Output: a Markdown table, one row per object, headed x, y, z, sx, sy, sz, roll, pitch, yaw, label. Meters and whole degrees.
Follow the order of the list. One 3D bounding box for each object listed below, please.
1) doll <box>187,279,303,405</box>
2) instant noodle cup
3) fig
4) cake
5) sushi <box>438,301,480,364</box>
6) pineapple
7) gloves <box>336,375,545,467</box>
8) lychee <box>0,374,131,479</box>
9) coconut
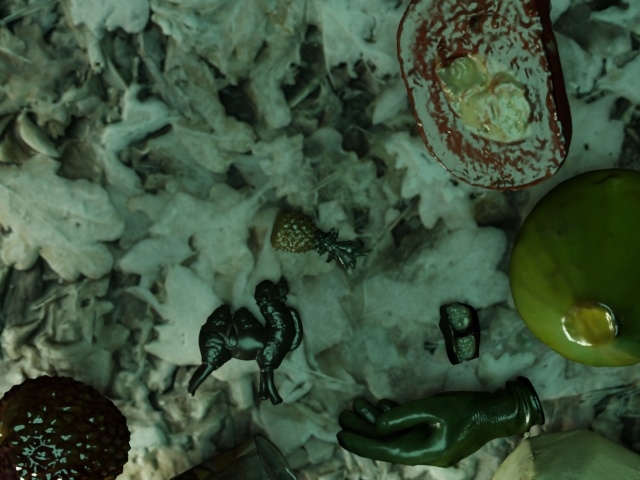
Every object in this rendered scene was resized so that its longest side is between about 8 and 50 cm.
| x | y | z | sx | sy | sz | roll | pitch | yaw | label |
| --- | --- | --- | --- | --- | --- | --- | --- | --- | --- |
| -0.094 | 0.130 | 1.603 | 0.139 | 0.057 | 0.165 | 10 | 94 | 2 | doll |
| -0.121 | 0.374 | 1.585 | 0.207 | 0.217 | 0.217 | -33 | 99 | 2 | instant noodle cup |
| 0.342 | 0.042 | 1.454 | 0.239 | 0.271 | 0.239 | 4 | 113 | 10 | fig |
| 0.197 | -0.196 | 1.474 | 0.177 | 0.151 | 0.282 | -10 | 102 | 17 | cake |
| 0.184 | 0.118 | 1.601 | 0.046 | 0.044 | 0.083 | -14 | 104 | -17 | sushi |
| 0.000 | 0.000 | 1.578 | 0.124 | 0.058 | 0.058 | 17 | 103 | -15 | pineapple |
| 0.154 | 0.238 | 1.586 | 0.268 | 0.135 | 0.107 | -7 | 60 | 2 | gloves |
| -0.337 | 0.262 | 1.587 | 0.188 | 0.188 | 0.188 | 1 | 102 | 3 | lychee |
| 0.337 | 0.370 | 1.546 | 0.247 | 0.245 | 0.245 | 26 | 102 | -4 | coconut |
